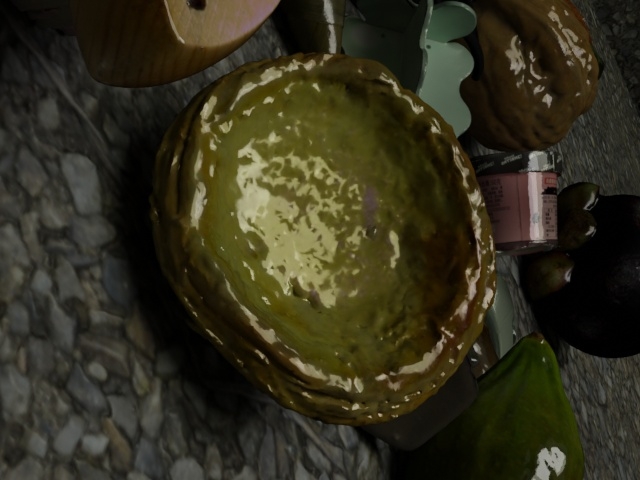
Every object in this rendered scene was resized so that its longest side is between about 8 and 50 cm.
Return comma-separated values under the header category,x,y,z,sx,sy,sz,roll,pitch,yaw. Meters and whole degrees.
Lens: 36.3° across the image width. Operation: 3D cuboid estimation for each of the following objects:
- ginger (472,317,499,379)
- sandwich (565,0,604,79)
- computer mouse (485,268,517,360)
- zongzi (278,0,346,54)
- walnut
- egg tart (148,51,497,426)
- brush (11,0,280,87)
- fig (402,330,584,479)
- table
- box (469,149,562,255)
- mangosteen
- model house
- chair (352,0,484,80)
category,x,y,z,sx,sy,sz,roll,pitch,yaw
ginger,0.179,0.192,1.105,0.166,0.080,0.333,13,66,-55
sandwich,0.409,-0.313,1.692,0.250,0.162,0.301,81,21,-47
computer mouse,0.226,0.092,1.287,0.089,0.056,0.182,-42,113,-57
zongzi,-0.030,-0.260,0.980,0.160,0.078,0.176,29,57,-47
walnut,0.276,-0.256,1.414,0.224,0.257,0.257,-46,122,-20
egg tart,0.000,0.000,0.757,0.294,0.123,0.294,6,76,-25
brush,-0.128,-0.185,0.625,0.174,0.166,0.267,52,33,-40
fig,0.181,0.222,0.980,0.167,0.167,0.233,64,36,-18
table,0.084,-0.147,1.053,0.166,0.166,0.198,40,49,-48
box,0.261,-0.046,1.342,0.151,0.151,0.135,3,80,-63
mangosteen,0.444,0.039,1.573,0.302,0.275,0.275,28,38,-6
model house,0.080,0.062,0.946,0.188,0.122,0.229,-67,138,-60
chair,0.108,-0.320,1.203,0.154,0.141,0.260,36,42,-51
